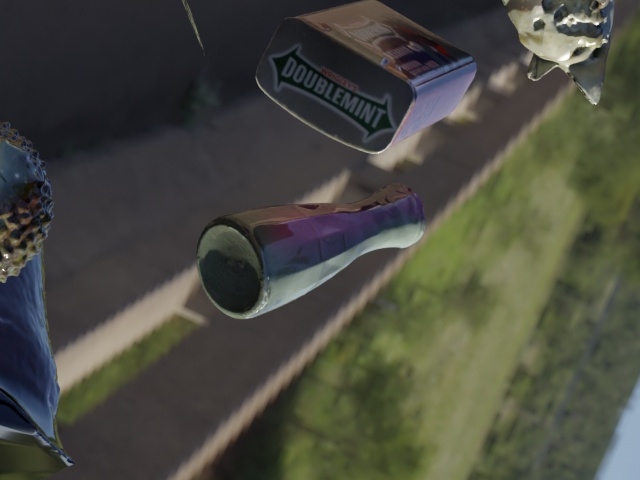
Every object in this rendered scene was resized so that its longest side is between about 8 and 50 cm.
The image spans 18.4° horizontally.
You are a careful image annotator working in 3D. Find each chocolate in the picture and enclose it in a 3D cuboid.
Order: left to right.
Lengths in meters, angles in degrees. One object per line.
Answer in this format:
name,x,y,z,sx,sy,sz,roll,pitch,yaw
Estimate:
chocolate,-0.428,0.065,2.060,0.383,0.384,0.331,101,-3,-68

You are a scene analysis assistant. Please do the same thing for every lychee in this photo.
lychee,-0.298,-0.029,1.624,0.171,0.171,0.171,24,90,-85

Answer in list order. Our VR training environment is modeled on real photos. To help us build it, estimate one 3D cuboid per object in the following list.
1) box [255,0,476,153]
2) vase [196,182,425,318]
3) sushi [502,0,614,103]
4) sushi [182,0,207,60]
box,0.040,-0.130,1.521,0.069,0.120,0.224,-62,172,18
vase,0.000,0.000,1.663,0.214,0.086,0.086,-17,139,-44
sushi,0.240,-0.274,1.938,0.273,0.134,0.109,62,36,-23
sushi,-0.165,-0.366,2.191,0.050,0.290,0.264,-21,160,-2
